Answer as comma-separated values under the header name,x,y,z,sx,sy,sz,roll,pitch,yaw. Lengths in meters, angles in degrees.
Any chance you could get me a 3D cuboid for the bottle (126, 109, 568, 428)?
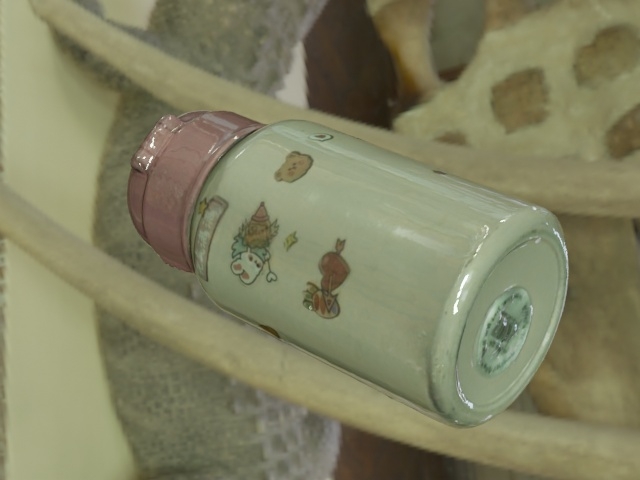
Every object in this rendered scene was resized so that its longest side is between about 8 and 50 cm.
name,x,y,z,sx,sy,sz,roll,pitch,yaw
bottle,0.000,0.000,0.632,0.110,0.233,0.110,-28,129,-41
